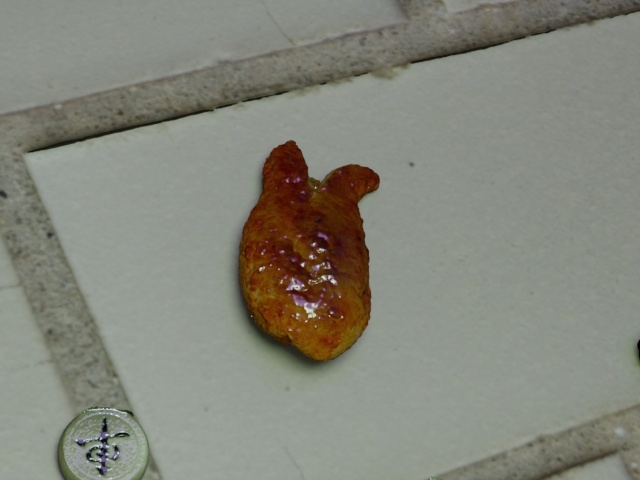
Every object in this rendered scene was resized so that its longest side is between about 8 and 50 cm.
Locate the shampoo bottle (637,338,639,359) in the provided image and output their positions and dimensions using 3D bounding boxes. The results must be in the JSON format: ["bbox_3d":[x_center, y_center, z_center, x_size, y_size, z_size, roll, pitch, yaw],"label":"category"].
[{"bbox_3d":[0.494,0.095,1.575,0.323,0.084,0.129,-21,71,-26],"label":"shampoo bottle"}]

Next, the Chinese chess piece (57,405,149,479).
[{"bbox_3d":[-0.198,0.194,1.349,0.084,0.034,0.084,7,61,-12],"label":"Chinese chess piece"}]

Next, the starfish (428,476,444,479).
[{"bbox_3d":[0.150,0.307,1.356,0.217,0.050,0.223,-8,48,-26],"label":"starfish"}]

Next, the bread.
[{"bbox_3d":[-0.008,0.000,1.480,0.139,0.095,0.269,19,53,-14],"label":"bread"}]
